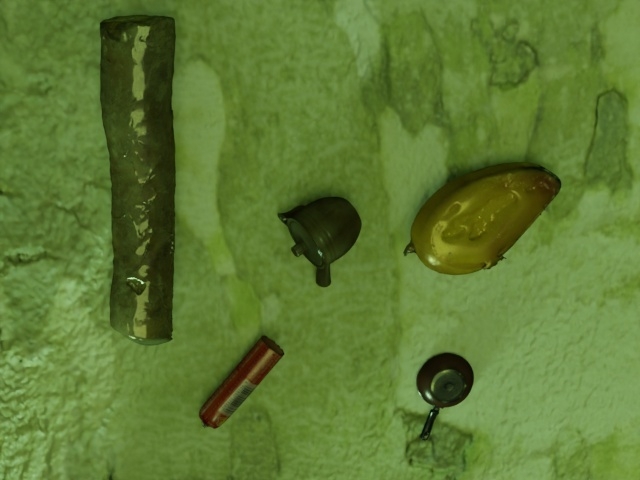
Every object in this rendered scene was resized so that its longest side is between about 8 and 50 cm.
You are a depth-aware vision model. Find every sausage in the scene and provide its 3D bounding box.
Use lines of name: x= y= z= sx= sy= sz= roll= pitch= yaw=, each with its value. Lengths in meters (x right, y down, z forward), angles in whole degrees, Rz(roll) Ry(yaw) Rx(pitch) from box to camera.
sausage: x=-0.093 y=0.165 z=1.465 sx=0.034 sy=0.034 sz=0.129 roll=36 pitch=103 yaw=-18

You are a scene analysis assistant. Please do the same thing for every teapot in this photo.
teapot: x=0.000 y=0.000 z=1.412 sx=0.080 sy=0.085 sz=0.110 roll=-35 pitch=142 yaw=-17

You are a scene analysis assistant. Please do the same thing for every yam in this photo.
yam: x=-0.188 y=-0.058 z=1.347 sx=0.081 sy=0.081 sz=0.357 roll=0 pitch=109 yaw=-7

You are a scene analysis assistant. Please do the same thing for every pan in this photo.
pan: x=0.140 y=0.187 z=1.507 sx=0.068 sy=0.023 sz=0.115 roll=12 pitch=108 yaw=-12

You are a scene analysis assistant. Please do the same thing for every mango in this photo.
mango: x=0.174 y=-0.027 z=1.412 sx=0.187 sy=0.066 sz=0.101 roll=-33 pitch=103 yaw=0
